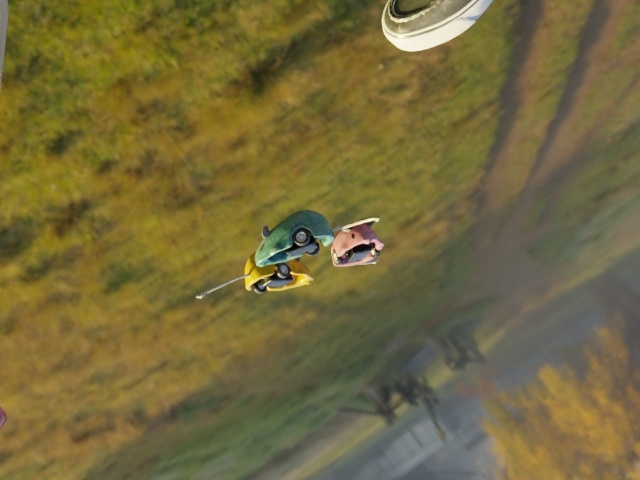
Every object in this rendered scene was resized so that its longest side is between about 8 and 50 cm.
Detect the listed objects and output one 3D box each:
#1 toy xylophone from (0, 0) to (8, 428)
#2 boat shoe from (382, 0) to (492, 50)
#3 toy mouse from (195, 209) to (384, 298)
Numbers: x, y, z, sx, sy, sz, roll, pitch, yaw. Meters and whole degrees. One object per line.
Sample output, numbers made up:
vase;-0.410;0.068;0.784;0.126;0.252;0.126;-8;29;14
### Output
toy xylophone;-0.205;-0.040;0.369;0.081;0.236;0.323;-62;178;-27
boat shoe;0.173;-0.329;1.244;0.306;0.113;0.105;-31;148;29
toy mouse;0.000;0.000;0.881;0.161;0.031;0.143;-3;157;-36
